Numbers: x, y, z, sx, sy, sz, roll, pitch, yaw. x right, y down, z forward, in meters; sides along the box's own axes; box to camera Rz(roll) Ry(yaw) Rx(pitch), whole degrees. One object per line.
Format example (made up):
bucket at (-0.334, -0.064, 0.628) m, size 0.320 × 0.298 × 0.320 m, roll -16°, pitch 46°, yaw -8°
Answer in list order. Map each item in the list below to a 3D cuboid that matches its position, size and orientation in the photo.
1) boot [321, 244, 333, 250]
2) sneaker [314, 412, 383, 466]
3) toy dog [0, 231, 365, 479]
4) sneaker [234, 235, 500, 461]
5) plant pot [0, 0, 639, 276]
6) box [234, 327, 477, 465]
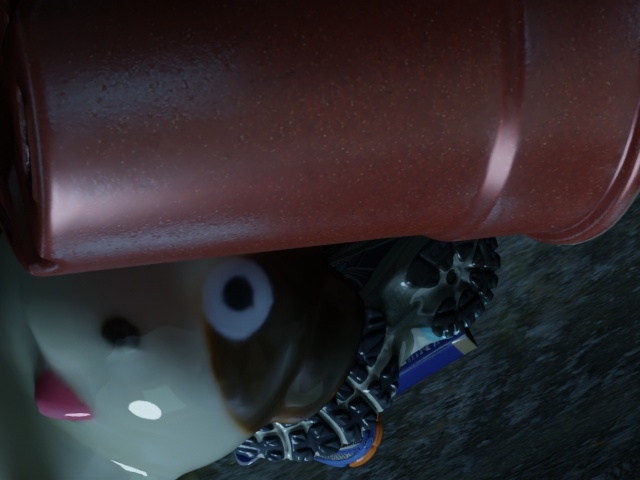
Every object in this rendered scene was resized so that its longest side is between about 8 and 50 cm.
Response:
boot at (0.000, 0.000, 1.286) m, size 0.106 × 0.037 × 0.114 m, roll -18°, pitch 161°, yaw -33°
sneaker at (-0.055, 0.114, 1.275) m, size 0.087 × 0.221 × 0.083 m, roll 50°, pitch 60°, yaw -78°
toy dog at (-0.151, 0.108, 1.019) m, size 0.395 × 0.284 × 0.408 m, roll -27°, pitch 166°, yaw -50°
sneaker at (0.011, 0.074, 1.229) m, size 0.283 × 0.110 × 0.122 m, roll -33°, pitch -156°, yaw -31°
plant pot at (-0.024, -0.106, 0.722) m, size 0.265 × 0.272 × 0.272 m, roll -12°, pitch 155°, yaw -19°
box at (0.009, 0.089, 1.356) m, size 0.225 × 0.136 × 0.036 m, roll -31°, pitch 147°, yaw 11°
